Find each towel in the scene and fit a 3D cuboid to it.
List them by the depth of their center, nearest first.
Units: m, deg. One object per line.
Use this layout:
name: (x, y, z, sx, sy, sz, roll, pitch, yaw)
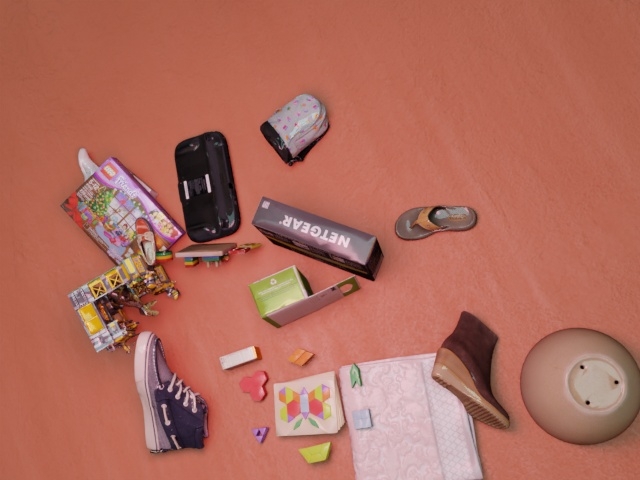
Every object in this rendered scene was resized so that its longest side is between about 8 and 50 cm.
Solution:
towel: (0.223, 0.458, 1.726, 0.317, 0.053, 0.332, -11, 75, 7)

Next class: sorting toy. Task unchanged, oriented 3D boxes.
sorting toy: (-0.300, 0.041, 1.876, 0.274, 0.132, 0.046, -3, 100, 10)

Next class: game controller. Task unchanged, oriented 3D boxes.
game controller: (-0.327, -0.155, 1.964, 0.166, 0.067, 0.319, -17, 74, 20)

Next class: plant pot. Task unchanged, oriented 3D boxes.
plant pot: (0.624, 0.339, 1.612, 0.284, 0.191, 0.284, -2, 77, 10)

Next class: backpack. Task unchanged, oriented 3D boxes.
backpack: (-0.063, -0.318, 1.920, 0.182, 0.115, 0.152, -36, 71, -3)

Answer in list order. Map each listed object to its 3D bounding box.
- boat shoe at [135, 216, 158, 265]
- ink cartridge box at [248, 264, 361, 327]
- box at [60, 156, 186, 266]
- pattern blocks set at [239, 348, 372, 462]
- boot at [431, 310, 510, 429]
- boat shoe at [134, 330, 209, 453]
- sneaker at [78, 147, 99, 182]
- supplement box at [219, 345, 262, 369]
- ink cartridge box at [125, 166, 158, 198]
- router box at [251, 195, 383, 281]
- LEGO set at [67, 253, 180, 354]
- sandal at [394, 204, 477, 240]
boat shoe: (-0.475, 0.002, 1.871, 0.049, 0.043, 0.137, -15, 93, 5)
ink cartridge box: (-0.034, 0.123, 1.776, 0.255, 0.189, 0.097, -25, 73, 2)
box: (-0.550, -0.059, 1.920, 0.201, 0.057, 0.293, -43, 92, 5)
pattern blocks set: (-0.037, 0.421, 1.760, 0.324, 0.026, 0.285, -24, 72, 13)
boot: (0.403, 0.318, 1.694, 0.248, 0.090, 0.207, 41, 59, -6)
boat shoe: (-0.373, 0.387, 1.762, 0.158, 0.127, 0.341, -1, 112, 4)
sneaker: (-0.675, -0.204, 2.035, 0.061, 0.054, 0.152, -18, 81, -4)
supplement box: (-0.211, 0.313, 1.827, 0.098, 0.062, 0.036, -20, 76, 4)
ink cartridge box: (-0.557, -0.142, 1.993, 0.135, 0.056, 0.099, 38, 87, 15)
router box: (0.000, 0.000, 1.770, 0.308, 0.243, 0.081, 20, 82, 13)
LEGO set: (-0.482, 0.183, 1.781, 0.255, 0.331, 0.192, -28, 82, -11)
sandal: (0.305, -0.053, 1.823, 0.219, 0.060, 0.090, -4, 77, 9)
